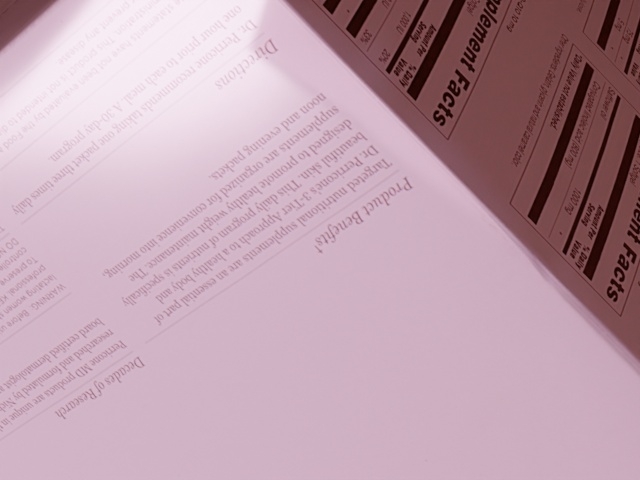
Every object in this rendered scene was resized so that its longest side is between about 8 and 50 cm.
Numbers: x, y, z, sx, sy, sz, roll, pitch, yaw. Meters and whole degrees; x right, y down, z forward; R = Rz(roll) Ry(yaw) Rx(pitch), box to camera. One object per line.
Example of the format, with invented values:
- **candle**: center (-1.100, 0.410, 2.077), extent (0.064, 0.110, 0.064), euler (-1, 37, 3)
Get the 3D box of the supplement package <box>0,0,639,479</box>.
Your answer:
- **supplement package**: center (0.000, 0.000, 0.503), extent (0.203, 0.149, 0.194), euler (44, 129, -15)
